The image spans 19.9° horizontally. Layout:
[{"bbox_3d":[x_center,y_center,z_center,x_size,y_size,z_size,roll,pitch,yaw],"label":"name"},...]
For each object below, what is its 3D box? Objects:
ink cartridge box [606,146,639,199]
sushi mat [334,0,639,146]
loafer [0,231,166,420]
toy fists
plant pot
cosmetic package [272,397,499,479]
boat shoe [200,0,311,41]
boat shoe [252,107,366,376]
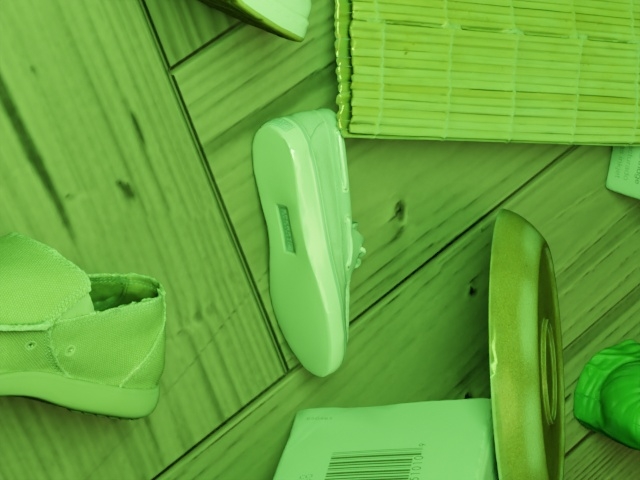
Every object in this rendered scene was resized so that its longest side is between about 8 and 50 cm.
[{"bbox_3d":[0.394,-0.102,1.381,0.197,0.270,0.198,-3,107,-40],"label":"ink cartridge box"},{"bbox_3d":[0.130,-0.144,1.287,0.316,0.019,0.151,-1,89,-41],"label":"sushi mat"},{"bbox_3d":[-0.190,0.039,1.051,0.268,0.102,0.092,16,93,-52],"label":"loafer"},{"bbox_3d":[0.347,0.122,1.509,0.279,0.142,0.096,-5,108,-40],"label":"toy fists"},{"bbox_3d":[0.151,0.094,1.305,0.236,0.032,0.236,-4,90,-77],"label":"plant pot"},{"bbox_3d":[0.061,0.329,1.267,0.217,0.156,0.385,-70,153,-59],"label":"cosmetic package"},{"bbox_3d":[-0.088,-0.212,1.043,0.277,0.098,0.096,35,82,-41],"label":"boat shoe"},{"bbox_3d":[0.000,0.000,1.225,0.063,0.066,0.184,-23,110,-32],"label":"boat shoe"}]
